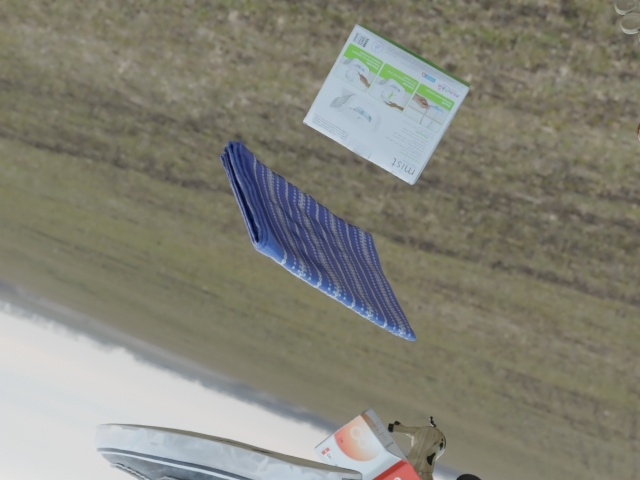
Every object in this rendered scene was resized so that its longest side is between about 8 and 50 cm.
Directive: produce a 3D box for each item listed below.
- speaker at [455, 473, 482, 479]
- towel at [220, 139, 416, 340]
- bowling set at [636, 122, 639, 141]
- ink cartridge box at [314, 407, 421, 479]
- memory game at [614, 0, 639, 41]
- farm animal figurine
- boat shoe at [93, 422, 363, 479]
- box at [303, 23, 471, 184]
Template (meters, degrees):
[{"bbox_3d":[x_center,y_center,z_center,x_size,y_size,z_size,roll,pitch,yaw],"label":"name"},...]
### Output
[{"bbox_3d":[0.239,0.457,1.912,0.055,0.055,0.136,20,131,9],"label":"speaker"},{"bbox_3d":[0.000,0.000,1.654,0.336,0.040,0.243,33,-157,-38],"label":"towel"},{"bbox_3d":[0.594,-0.255,1.837,0.287,0.154,0.200,46,132,-7],"label":"bowling set"},{"bbox_3d":[0.087,0.410,2.020,0.045,0.145,0.179,-18,-110,-51],"label":"ink cartridge box"},{"bbox_3d":[0.537,-0.361,1.696,0.186,0.186,0.012,16,158,30],"label":"memory game"},{"bbox_3d":[0.156,0.532,2.108,0.172,0.330,0.327,15,-159,22],"label":"farm animal figurine"},{"bbox_3d":[-0.100,0.237,1.054,0.301,0.102,0.108,7,171,30],"label":"boat shoe"},{"bbox_3d":[0.137,-0.278,2.297,0.262,0.231,0.127,29,-166,4],"label":"box"}]
